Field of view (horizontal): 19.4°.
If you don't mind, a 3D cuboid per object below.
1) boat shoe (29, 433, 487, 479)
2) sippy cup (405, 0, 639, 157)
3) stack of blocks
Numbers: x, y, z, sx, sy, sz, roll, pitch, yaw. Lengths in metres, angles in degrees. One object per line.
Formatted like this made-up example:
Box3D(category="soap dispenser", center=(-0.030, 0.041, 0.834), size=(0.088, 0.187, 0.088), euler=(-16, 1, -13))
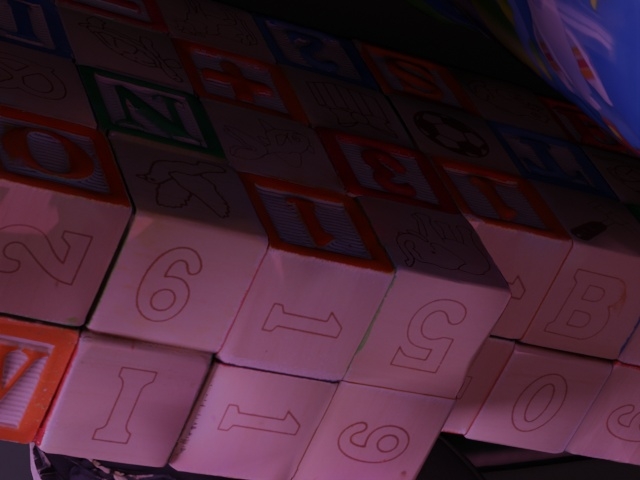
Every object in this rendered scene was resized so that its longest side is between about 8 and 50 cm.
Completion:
Box3D(category="boat shoe", center=(-0.053, 0.086, 0.720), size=(0.302, 0.114, 0.091), euler=(30, 104, -33))
Box3D(category="sippy cup", center=(0.132, -0.123, 0.571), size=(0.305, 0.224, 0.240), euler=(23, 113, -31))
Box3D(category="stack of blocks", center=(0.000, 0.000, 0.643), size=(0.297, 0.171, 0.087), euler=(12, 119, -27))
